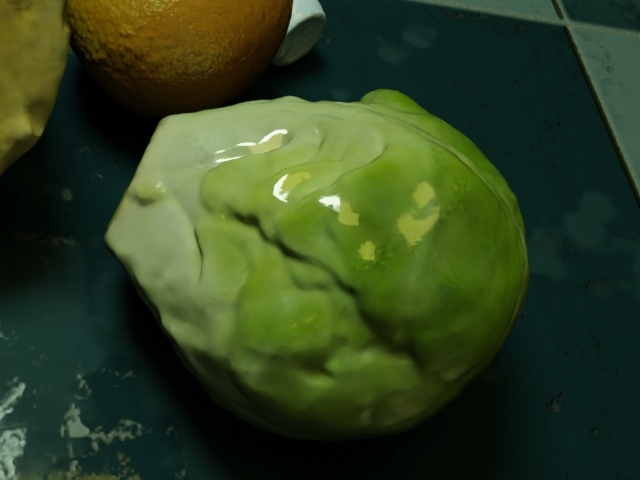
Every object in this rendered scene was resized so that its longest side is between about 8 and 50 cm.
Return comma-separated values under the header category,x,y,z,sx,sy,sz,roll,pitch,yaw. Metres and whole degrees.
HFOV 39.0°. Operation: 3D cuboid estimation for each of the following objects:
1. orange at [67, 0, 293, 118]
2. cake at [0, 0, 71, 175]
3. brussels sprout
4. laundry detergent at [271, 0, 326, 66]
category,x,y,z,sx,sy,sz,roll,pitch,yaw
orange,-0.124,-0.203,0.796,0.206,0.206,0.206,11,53,-15
cake,-0.361,-0.196,0.655,0.332,0.332,0.321,-4,27,-25
brussels sprout,0.008,0.010,0.665,0.316,0.243,0.274,0,50,-22
laundry detergent,-0.127,-0.320,0.948,0.159,0.088,0.335,-31,73,-33
